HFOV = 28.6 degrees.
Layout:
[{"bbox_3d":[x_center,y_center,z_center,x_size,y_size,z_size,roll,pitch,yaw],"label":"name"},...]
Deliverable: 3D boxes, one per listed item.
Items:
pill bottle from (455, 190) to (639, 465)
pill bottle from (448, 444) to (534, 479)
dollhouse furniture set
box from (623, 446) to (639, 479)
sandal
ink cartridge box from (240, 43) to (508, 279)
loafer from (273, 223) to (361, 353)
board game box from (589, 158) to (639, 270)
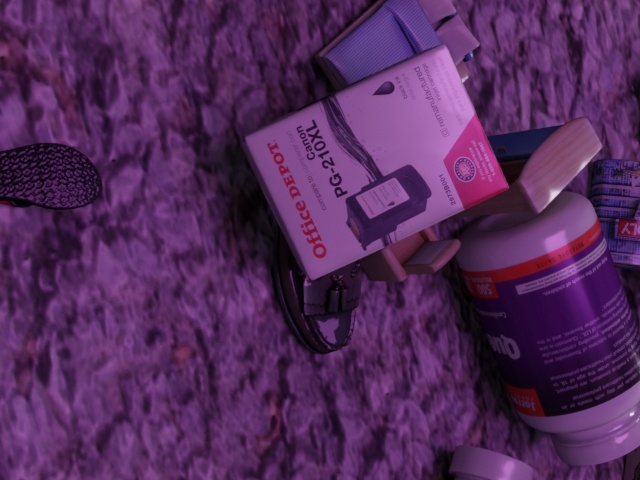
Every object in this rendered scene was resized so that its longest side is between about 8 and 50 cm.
[{"bbox_3d":[0.302,0.113,1.580,0.181,0.181,0.323,-30,104,-32],"label":"pill bottle"},{"bbox_3d":[0.181,0.369,1.518,0.121,0.121,0.221,28,71,-30],"label":"pill bottle"},{"bbox_3d":[0.127,-0.157,1.467,0.286,0.198,0.303,-43,110,-29],"label":"dollhouse furniture set"},{"bbox_3d":[0.539,0.312,1.672,0.094,0.275,0.113,17,78,-31],"label":"box"},{"bbox_3d":[-0.310,-0.063,1.265,0.179,0.040,0.067,0,82,-20],"label":"sandal"},{"bbox_3d":[0.054,-0.084,1.356,0.237,0.100,0.172,-25,97,-2],"label":"ink cartridge box"},{"bbox_3d":[0.000,0.000,1.439,0.096,0.084,0.267,-11,93,-34],"label":"loafer"},{"bbox_3d":[0.467,-0.008,1.720,0.194,0.060,0.194,6,81,-2],"label":"board game box"}]
